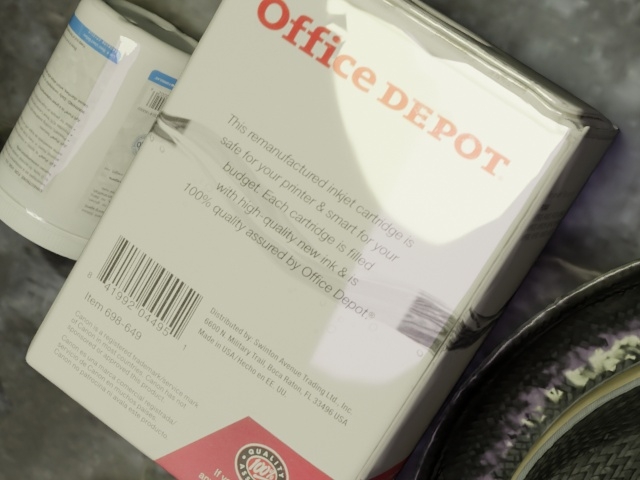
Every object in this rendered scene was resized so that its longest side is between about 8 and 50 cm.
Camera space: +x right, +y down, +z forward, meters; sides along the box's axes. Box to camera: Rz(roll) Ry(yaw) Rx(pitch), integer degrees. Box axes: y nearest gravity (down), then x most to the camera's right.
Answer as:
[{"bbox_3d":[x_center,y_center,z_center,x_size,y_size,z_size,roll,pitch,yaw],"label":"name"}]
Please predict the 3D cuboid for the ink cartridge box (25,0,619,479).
[{"bbox_3d":[0.000,0.000,0.628,0.158,0.092,0.218,35,106,16],"label":"ink cartridge box"}]

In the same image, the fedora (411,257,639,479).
[{"bbox_3d":[0.172,0.148,0.540,0.334,0.152,0.334,1,93,20],"label":"fedora"}]

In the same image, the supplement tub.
[{"bbox_3d":[-0.100,-0.052,0.673,0.071,0.071,0.107,35,104,15],"label":"supplement tub"}]
